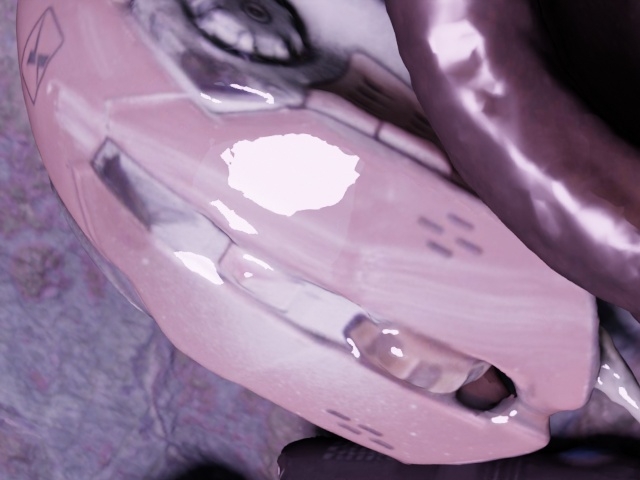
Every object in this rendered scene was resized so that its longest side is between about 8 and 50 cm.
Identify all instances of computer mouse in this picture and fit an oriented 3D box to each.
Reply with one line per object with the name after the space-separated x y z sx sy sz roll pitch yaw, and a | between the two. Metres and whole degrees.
-0.004 0.002 0.589 0.389 0.115 0.199 38 129 6 | computer mouse

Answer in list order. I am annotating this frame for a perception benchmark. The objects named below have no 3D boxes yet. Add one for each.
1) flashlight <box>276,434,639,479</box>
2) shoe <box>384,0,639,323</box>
0.175 0.141 0.610 0.424 0.103 0.103 -5 116 25 | flashlight
0.157 -0.036 0.426 0.171 0.237 0.384 -15 111 30 | shoe
